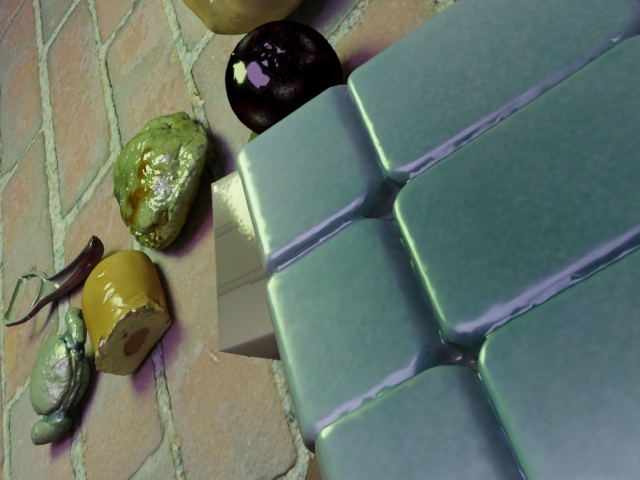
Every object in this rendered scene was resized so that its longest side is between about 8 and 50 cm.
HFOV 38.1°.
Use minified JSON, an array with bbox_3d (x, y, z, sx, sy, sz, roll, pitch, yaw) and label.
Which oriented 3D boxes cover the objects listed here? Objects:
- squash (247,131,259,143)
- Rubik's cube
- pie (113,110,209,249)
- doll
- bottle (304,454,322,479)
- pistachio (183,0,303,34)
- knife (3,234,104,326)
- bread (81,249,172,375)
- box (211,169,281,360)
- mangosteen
[{"bbox_3d":[-0.052,-0.086,1.164,0.052,0.052,0.183,-50,42,19],"label":"squash"},{"bbox_3d":[0.185,0.051,0.506,0.321,0.319,0.316,-33,45,12],"label":"Rubik's cube"},{"bbox_3d":[-0.243,-0.092,1.368,0.201,0.090,0.248,-62,32,9],"label":"pie"},{"bbox_3d":[-0.392,0.206,1.397,0.103,0.071,0.214,4,77,53],"label":"doll"},{"bbox_3d":[0.085,0.202,0.690,0.110,0.209,0.097,-5,66,49],"label":"bottle"},{"bbox_3d":[-0.083,-0.429,1.270,0.229,0.229,0.309,17,80,54],"label":"pistachio"},{"bbox_3d":[-0.432,0.054,1.551,0.278,0.053,0.123,-28,46,39],"label":"knife"},{"bbox_3d":[-0.284,0.095,1.314,0.134,0.085,0.173,-53,38,15],"label":"bread"},{"bbox_3d":[0.000,0.000,0.980,0.251,0.106,0.203,-22,63,40],"label":"box"},{"bbox_3d":[-0.043,-0.192,1.147,0.152,0.152,0.153,-28,50,39],"label":"mangosteen"}]
